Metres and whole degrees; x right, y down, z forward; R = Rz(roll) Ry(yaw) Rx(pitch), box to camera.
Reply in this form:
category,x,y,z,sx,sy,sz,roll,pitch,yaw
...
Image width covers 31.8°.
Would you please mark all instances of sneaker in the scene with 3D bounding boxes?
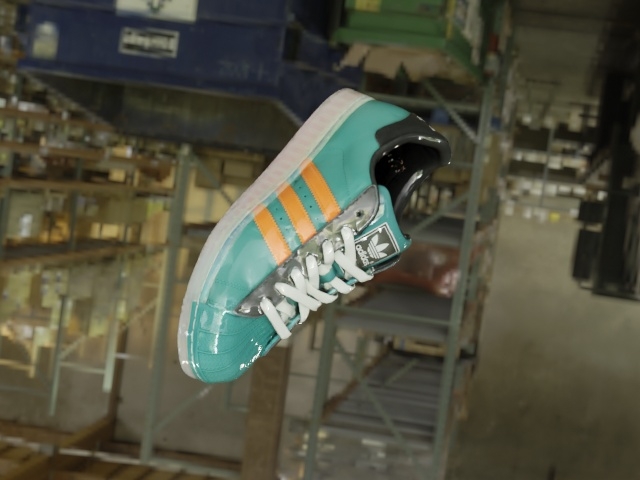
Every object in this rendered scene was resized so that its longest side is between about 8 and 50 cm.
category,x,y,z,sx,sy,sz,roll,pitch,yaw
sneaker,0.000,0.000,0.937,0.121,0.302,0.108,21,156,30
